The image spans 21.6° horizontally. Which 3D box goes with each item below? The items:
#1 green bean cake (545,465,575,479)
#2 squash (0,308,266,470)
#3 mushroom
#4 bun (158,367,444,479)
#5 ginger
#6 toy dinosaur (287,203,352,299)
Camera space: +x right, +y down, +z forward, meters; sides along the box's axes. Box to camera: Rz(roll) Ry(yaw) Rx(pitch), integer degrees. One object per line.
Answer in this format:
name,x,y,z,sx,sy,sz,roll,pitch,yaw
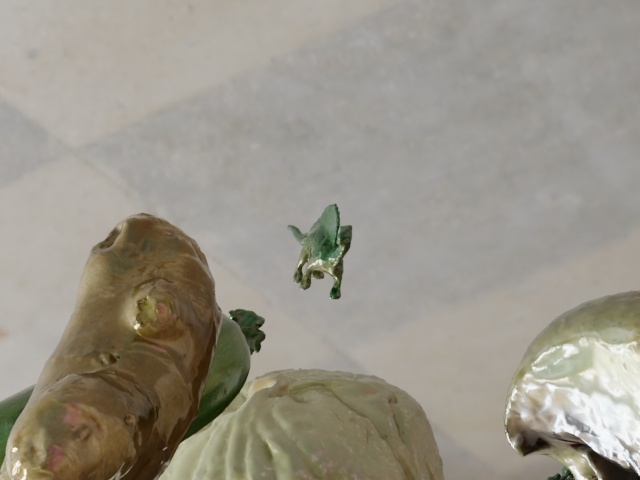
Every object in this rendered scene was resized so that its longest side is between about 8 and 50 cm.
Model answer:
green bean cake,0.311,0.267,1.550,0.193,0.208,0.107,-45,148,-7
squash,-0.147,0.125,1.310,0.101,0.101,0.379,-35,175,32
mushroom,0.271,0.131,1.239,0.217,0.212,0.292,-23,149,-41
bun,-0.034,0.255,1.764,0.352,0.227,0.349,-24,-176,-21
ginger,-0.099,0.079,0.796,0.081,0.205,0.115,1,122,18
toy dinosaur,0.000,0.000,1.171,0.029,0.119,0.060,15,103,-16
